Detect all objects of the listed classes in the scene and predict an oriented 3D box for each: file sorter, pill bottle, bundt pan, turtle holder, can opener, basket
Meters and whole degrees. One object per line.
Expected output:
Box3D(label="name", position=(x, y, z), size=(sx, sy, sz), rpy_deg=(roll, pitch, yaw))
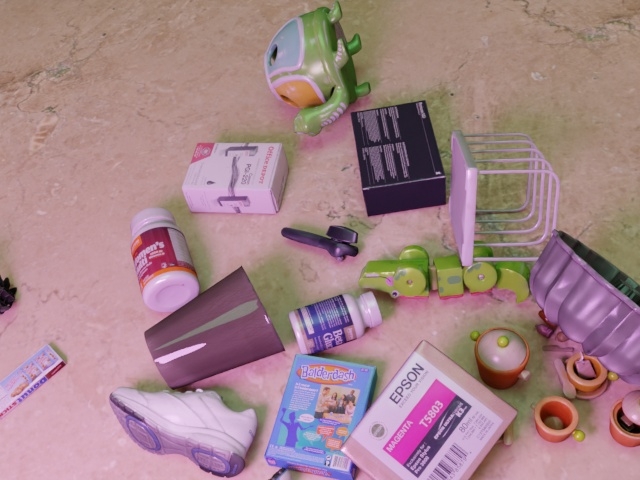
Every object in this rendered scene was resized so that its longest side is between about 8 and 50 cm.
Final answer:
Box3D(label="file sorter", position=(0.356, -0.094, 1.418), size=(0.173, 0.192, 0.277), rpy_deg=(0, 23, 5))
Box3D(label="pill bottle", position=(0.030, 0.158, 1.399), size=(0.170, 0.094, 0.094), rpy_deg=(-18, 51, -5))
Box3D(label="bundt pan", position=(0.497, 0.129, 1.230), size=(0.124, 0.331, 0.331), rpy_deg=(-53, 52, 16))
Box3D(label="pill bottle", position=(-0.343, 0.038, 1.545), size=(0.121, 0.121, 0.221), rpy_deg=(-21, 51, -7))
Box3D(label="turtle holder", position=(-0.010, -0.419, 1.815), size=(0.228, 0.243, 0.320), rpy_deg=(-15, 89, 17))
Box3D(label="can opener", position=(0.000, 0.000, 1.561), size=(0.186, 0.059, 0.073), rpy_deg=(11, 80, 30))
Box3D(label="basket", position=(-0.211, 0.183, 1.392), size=(0.227, 0.154, 0.204), rpy_deg=(-28, 54, -8))

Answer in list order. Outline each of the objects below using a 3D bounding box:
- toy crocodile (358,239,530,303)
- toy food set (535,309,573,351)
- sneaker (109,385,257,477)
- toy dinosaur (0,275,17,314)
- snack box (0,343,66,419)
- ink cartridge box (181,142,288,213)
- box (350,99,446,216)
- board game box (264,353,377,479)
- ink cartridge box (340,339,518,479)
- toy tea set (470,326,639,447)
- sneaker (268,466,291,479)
Box3D(label="toy crocodile", position=(0.247, 0.073, 1.431), size=(0.341, 0.105, 0.115), rpy_deg=(-4, 23, 8))
Box3D(label="toy food set", position=(0.452, 0.155, 1.374), size=(0.078, 0.019, 0.122), rpy_deg=(0, 51, 10))
Box3D(label="sneaker", position=(-0.252, 0.331, 1.320), size=(0.297, 0.111, 0.129), rpy_deg=(18, 43, 15))
Box3D(label="toy dinosaur", position=(-0.790, 0.155, 1.546), size=(0.218, 0.164, 0.322), rpy_deg=(-38, 72, -2))
Box3D(label="snack box", position=(-0.609, 0.290, 1.452), size=(0.064, 0.022, 0.178), rpy_deg=(34, 64, 32))
Box3D(label="ink cartridge box", position=(-0.198, -0.148, 1.690), size=(0.218, 0.092, 0.158), rpy_deg=(3, 52, 10))
Box3D(label="box", position=(0.178, -0.193, 1.653), size=(0.185, 0.103, 0.261), rpy_deg=(-10, 50, 6))
Box3D(label="board game box", position=(0.005, 0.318, 1.303), size=(0.160, 0.047, 0.210), rpy_deg=(7, 54, 16))
Box3D(label="ink cartridge box", position=(0.176, 0.314, 1.182), size=(0.193, 0.088, 0.234), rpy_deg=(37, 83, 12))
Box3D(label="toy tea set", position=(0.409, 0.252, 1.236), size=(0.336, 0.124, 0.200), rpy_deg=(2, 52, 11))
Box3D(label="sneaker", position=(-0.098, 0.489, 1.173), size=(0.086, 0.085, 0.237), rpy_deg=(29, 54, -1))
